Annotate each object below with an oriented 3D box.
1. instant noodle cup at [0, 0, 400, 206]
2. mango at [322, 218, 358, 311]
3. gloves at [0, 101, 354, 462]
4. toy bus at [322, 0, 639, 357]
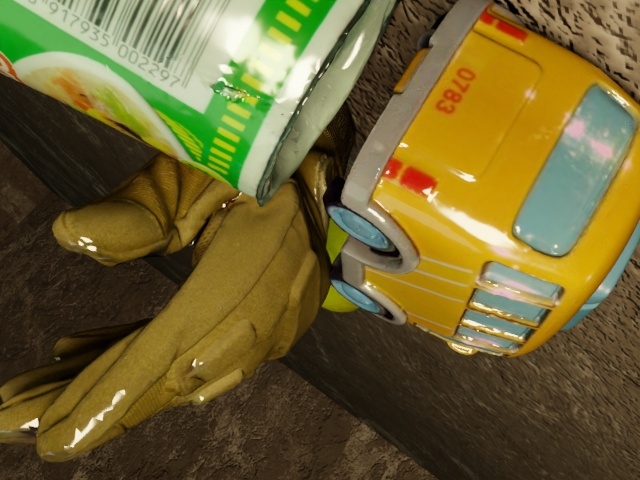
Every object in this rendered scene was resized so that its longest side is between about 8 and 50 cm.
[{"bbox_3d":[-0.085,-0.140,0.380,0.233,0.207,0.207,33,166,1],"label":"instant noodle cup"},{"bbox_3d":[0.005,0.003,0.744,0.117,0.089,0.163,30,161,38],"label":"mango"},{"bbox_3d":[-0.061,0.008,0.488,0.141,0.331,0.154,27,133,-1],"label":"gloves"},{"bbox_3d":[0.088,-0.013,0.422,0.136,0.126,0.209,29,164,11],"label":"toy bus"}]
